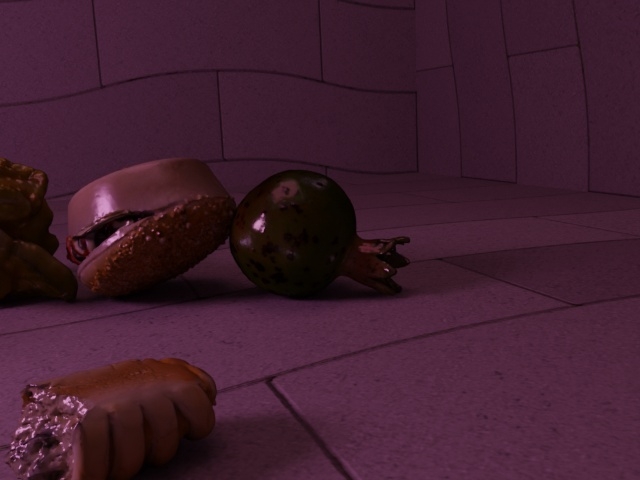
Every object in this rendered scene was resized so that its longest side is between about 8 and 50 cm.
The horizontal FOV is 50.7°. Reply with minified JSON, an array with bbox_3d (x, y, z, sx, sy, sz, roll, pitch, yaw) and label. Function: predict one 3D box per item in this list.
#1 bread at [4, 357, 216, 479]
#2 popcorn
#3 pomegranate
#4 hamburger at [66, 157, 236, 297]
[{"bbox_3d":[-0.172,0.156,0.582,0.177,0.084,0.119,-11,15,-42],"label":"bread"},{"bbox_3d":[-0.588,-0.023,1.154,0.321,0.289,0.325,-6,-8,-4],"label":"popcorn"},{"bbox_3d":[-0.011,-0.003,1.106,0.286,0.230,0.231,18,20,32],"label":"pomegranate"},{"bbox_3d":[-0.285,-0.017,1.155,0.302,0.170,0.302,-21,-10,-4],"label":"hamburger"}]
